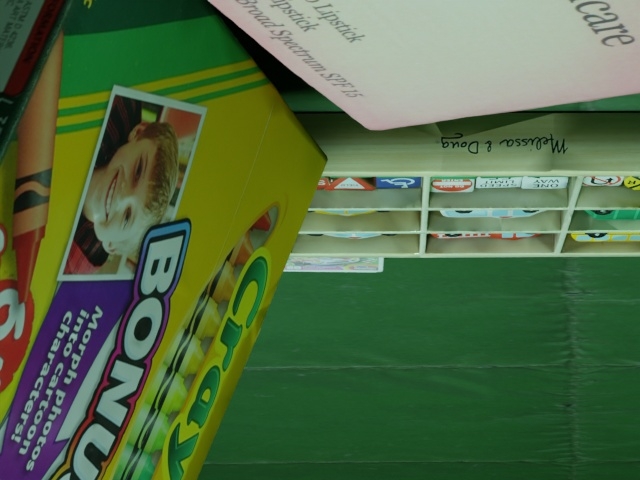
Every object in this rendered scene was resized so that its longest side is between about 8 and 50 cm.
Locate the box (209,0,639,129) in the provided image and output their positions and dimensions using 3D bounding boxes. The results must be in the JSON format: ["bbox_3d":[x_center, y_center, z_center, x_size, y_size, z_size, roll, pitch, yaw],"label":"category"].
[{"bbox_3d":[0.093,-0.129,0.598,0.232,0.127,0.148,-7,161,25],"label":"box"}]

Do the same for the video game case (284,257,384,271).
[{"bbox_3d":[0.000,0.000,1.231,0.087,0.011,0.122,1,163,1],"label":"video game case"}]

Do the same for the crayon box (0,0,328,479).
[{"bbox_3d":[-0.141,0.060,0.818,0.106,0.363,0.313,19,169,21],"label":"crayon box"}]

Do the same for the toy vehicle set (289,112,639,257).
[{"bbox_3d":[0.103,-0.030,1.083,0.267,0.035,0.166,0,163,3],"label":"toy vehicle set"}]
